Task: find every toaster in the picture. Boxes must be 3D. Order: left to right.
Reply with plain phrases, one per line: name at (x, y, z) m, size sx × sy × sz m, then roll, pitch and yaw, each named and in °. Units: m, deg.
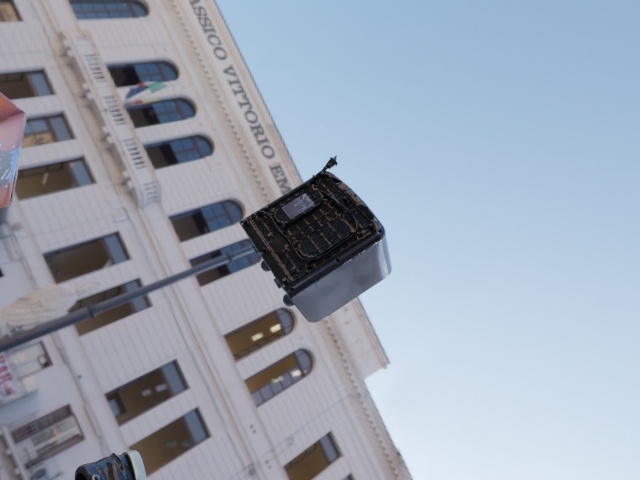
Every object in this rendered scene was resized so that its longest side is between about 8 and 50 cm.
toaster at (0.000, 0.000, 0.742) m, size 0.168 × 0.186 × 0.110 m, roll 51°, pitch -10°, yaw 38°

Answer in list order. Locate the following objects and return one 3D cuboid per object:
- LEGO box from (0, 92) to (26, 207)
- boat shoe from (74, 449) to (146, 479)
LEGO box at (-0.671, -0.170, 0.554) m, size 0.500 × 0.372 × 0.193 m, roll 39°, pitch -51°, yaw 0°
boat shoe at (-0.318, 0.484, 0.780) m, size 0.127 × 0.113 × 0.340 m, roll -52°, pitch -137°, yaw 29°
